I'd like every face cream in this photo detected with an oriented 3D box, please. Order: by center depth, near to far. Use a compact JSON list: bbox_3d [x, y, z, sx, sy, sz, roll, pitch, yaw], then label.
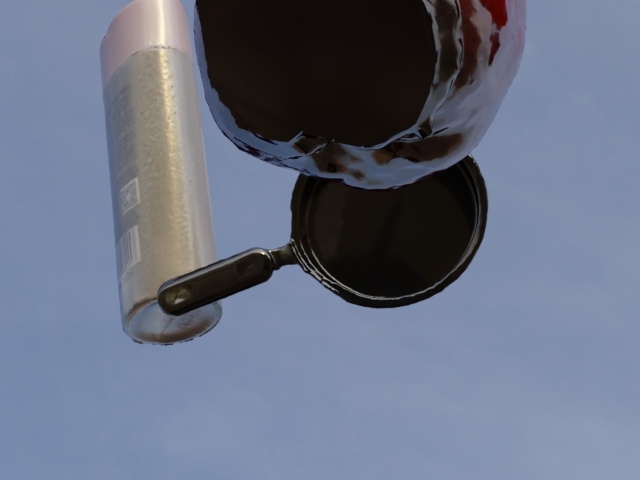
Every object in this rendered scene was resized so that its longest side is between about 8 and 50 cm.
[{"bbox_3d":[-0.127,-0.058,1.022,0.073,0.269,0.107,8,-33,-30],"label":"face cream"}]

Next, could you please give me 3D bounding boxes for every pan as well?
[{"bbox_3d":[0.000,0.000,0.898,0.235,0.028,0.136,-22,-110,1],"label":"pan"}]

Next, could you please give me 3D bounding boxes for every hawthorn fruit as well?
[{"bbox_3d":[0.029,-0.141,0.757,0.189,0.251,0.189,10,-45,10],"label":"hawthorn fruit"}]
